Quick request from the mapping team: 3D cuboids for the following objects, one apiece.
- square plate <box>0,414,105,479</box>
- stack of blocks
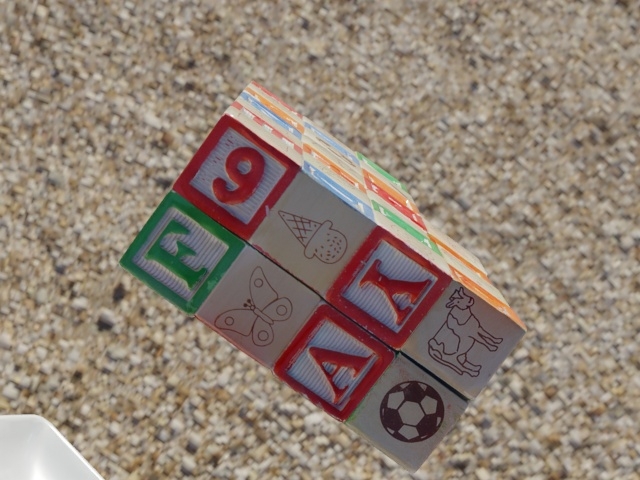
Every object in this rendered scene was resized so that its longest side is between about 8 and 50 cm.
[{"bbox_3d":[-0.150,0.230,0.683,0.344,0.049,0.347,44,9,19],"label":"square plate"},{"bbox_3d":[0.000,0.000,0.702,0.171,0.087,0.297,35,8,-7],"label":"stack of blocks"}]
